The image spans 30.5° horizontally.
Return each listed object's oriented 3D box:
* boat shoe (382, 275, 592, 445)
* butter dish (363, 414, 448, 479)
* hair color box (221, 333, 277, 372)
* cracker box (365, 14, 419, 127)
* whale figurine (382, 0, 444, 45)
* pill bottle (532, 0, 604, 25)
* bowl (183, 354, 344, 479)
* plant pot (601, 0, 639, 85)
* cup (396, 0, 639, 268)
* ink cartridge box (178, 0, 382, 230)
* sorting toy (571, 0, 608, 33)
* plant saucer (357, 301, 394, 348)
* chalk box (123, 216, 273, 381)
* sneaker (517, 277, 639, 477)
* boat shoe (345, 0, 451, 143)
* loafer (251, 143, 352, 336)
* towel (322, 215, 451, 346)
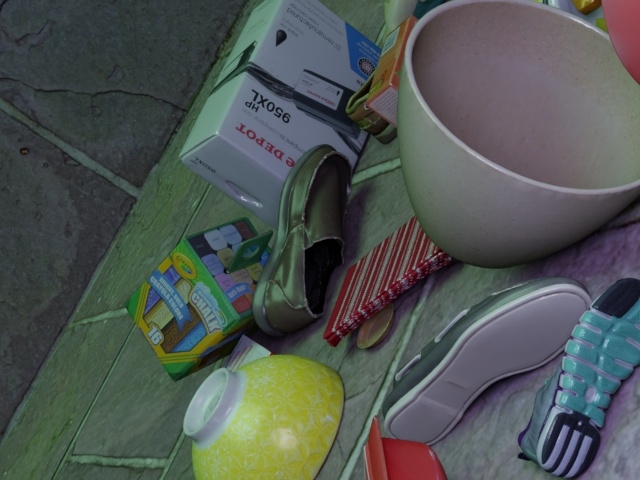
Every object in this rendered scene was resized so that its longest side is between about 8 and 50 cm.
[{"bbox_3d":[0.186,0.125,1.401,0.335,0.112,0.095,-46,27,35],"label":"boat shoe"},{"bbox_3d":[0.112,0.297,1.312,0.160,0.118,0.160,-98,6,-60],"label":"butter dish"},{"bbox_3d":[-0.115,0.226,2.015,0.093,0.053,0.167,-58,21,-5],"label":"hair color box"},{"bbox_3d":[0.187,-0.202,1.724,0.067,0.232,0.156,-36,28,46],"label":"cracker box"},{"bbox_3d":[0.203,-0.497,2.345,0.216,0.141,0.272,-133,53,-70],"label":"whale figurine"},{"bbox_3d":[0.325,-0.314,1.750,0.208,0.119,0.119,-20,40,58],"label":"pill bottle"},{"bbox_3d":[-0.112,0.279,1.777,0.289,0.156,0.289,-46,22,24],"label":"bowl"},{"bbox_3d":[0.469,-0.277,1.204,0.243,0.275,0.275,11,68,58],"label":"plant pot"},{"bbox_3d":[0.230,-0.101,1.432,0.237,0.331,0.331,109,177,-46],"label":"cup"},{"bbox_3d":[-0.056,-0.254,2.282,0.166,0.285,0.395,-24,37,54],"label":"ink cartridge box"},{"bbox_3d":[0.464,-0.378,1.519,0.307,0.041,0.229,-45,46,28],"label":"sorting toy"},{"bbox_3d":[0.087,0.129,1.758,0.083,0.015,0.083,-47,21,24],"label":"plant saucer"},{"bbox_3d":[-0.179,0.087,2.092,0.180,0.179,0.289,-22,-16,-50],"label":"chalk box"},{"bbox_3d":[0.270,0.137,1.238,0.224,0.083,0.098,-60,16,-10],"label":"sneaker"},{"bbox_3d":[0.166,-0.329,2.157,0.307,0.104,0.110,-56,20,-1],"label":"boat shoe"},{"bbox_3d":[0.000,0.000,2.037,0.130,0.134,0.366,-3,63,37],"label":"loafer"},{"bbox_3d":[0.116,0.037,1.791,0.275,0.031,0.199,-40,17,34],"label":"towel"}]
